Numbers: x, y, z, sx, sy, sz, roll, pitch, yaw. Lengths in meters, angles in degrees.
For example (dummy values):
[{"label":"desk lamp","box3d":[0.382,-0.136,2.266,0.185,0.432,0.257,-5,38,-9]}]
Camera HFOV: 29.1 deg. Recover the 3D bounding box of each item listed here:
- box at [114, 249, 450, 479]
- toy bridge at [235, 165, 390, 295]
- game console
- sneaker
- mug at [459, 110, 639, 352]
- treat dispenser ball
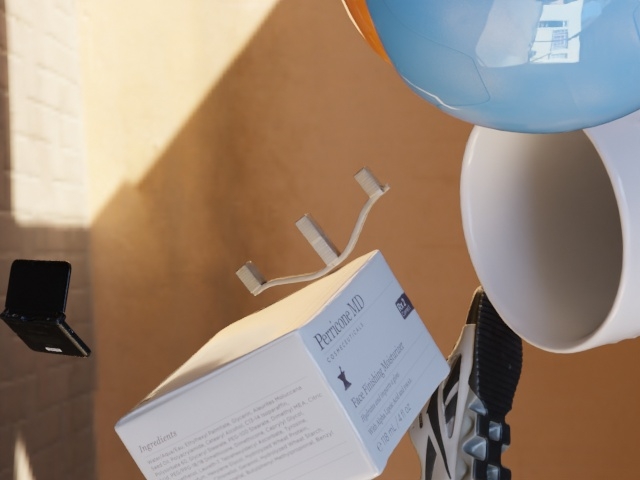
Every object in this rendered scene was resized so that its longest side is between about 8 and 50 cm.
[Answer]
[{"label":"box","box3d":[-0.024,0.118,0.940,0.119,0.182,0.181,58,28,-5]},{"label":"toy bridge","box3d":[0.000,0.000,1.303,0.063,0.188,0.026,53,15,3]},{"label":"game console","box3d":[-0.338,0.085,1.548,0.107,0.122,0.071,55,53,-34]},{"label":"sneaker","box3d":[0.181,0.213,1.661,0.122,0.146,0.331,32,61,-42]},{"label":"mug","box3d":[0.347,-0.092,1.338,0.276,0.328,0.374,-40,-116,60]},{"label":"treat dispenser ball","box3d":[0.147,-0.216,0.819,0.288,0.288,0.288,0,90,-85]}]
